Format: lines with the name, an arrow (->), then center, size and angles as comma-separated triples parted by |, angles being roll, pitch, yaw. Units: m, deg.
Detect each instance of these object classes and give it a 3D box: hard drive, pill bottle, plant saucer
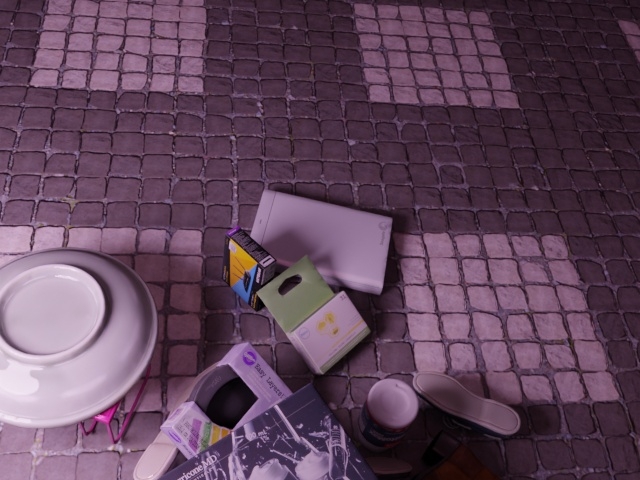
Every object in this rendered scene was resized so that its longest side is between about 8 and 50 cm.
hard drive -> 0.000, 0.000, 1.917 | 0.352, 0.047, 0.233 | 13, 53, -1
pill bottle -> 0.137, 0.378, 1.574 | 0.107, 0.180, 0.108 | 5, 53, -6
plant saucer -> -0.520, 0.158, 1.445 | 0.400, 0.101, 0.401 | 4, 54, -5

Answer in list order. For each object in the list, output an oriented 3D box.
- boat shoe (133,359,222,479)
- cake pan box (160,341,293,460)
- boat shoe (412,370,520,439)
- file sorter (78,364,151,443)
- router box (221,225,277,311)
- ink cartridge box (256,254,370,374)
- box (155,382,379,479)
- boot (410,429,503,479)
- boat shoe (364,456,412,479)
boat shoe -> -0.265, 0.396, 1.561 | 0.112, 0.096, 0.335 | -1, 39, 36
cake pan box -> -0.159, 0.377, 1.518 | 0.267, 0.070, 0.246 | 53, 53, -12
boat shoe -> 0.320, 0.375, 1.673 | 0.254, 0.079, 0.095 | 21, 50, 3
file sorter -> -0.520, 0.274, 1.536 | 0.290, 0.182, 0.202 | 17, 54, 4
router box -> -0.172, 0.069, 1.752 | 0.133, 0.179, 0.046 | 41, 55, 21
ink cartridge box -> -0.013, 0.168, 1.724 | 0.171, 0.056, 0.235 | -37, 97, -30
box -> -0.081, 0.489, 1.326 | 0.343, 0.179, 0.313 | -28, 71, -30
boot -> 0.303, 0.574, 1.538 | 0.280, 0.096, 0.264 | 37, 48, 9
boat shoe -> 0.094, 0.502, 1.564 | 0.205, 0.075, 0.065 | -1, 97, -17
